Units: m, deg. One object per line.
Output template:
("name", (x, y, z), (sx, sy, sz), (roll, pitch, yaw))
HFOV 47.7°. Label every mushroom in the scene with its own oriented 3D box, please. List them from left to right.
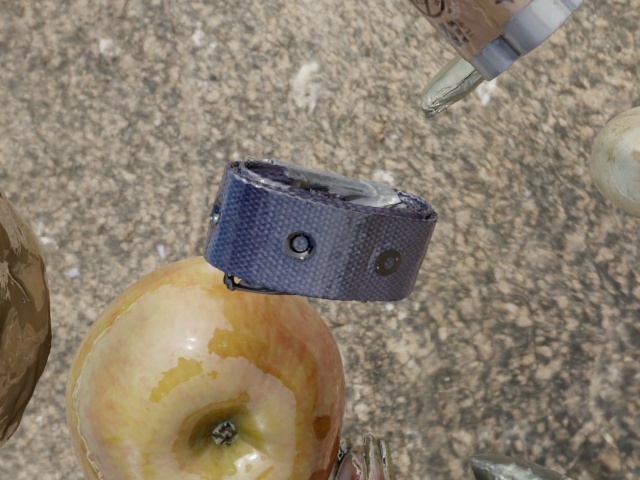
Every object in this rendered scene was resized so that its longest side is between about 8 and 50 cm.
("mushroom", (0.484, -0.098, 1.035), (0.189, 0.253, 0.195), (38, 127, 42))

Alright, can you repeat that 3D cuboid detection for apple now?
("apple", (-0.147, 0.217, 0.970), (0.391, 0.346, 0.392), (-2, 100, -10))

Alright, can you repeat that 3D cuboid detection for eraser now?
("eraser", (0.143, -0.328, 0.838), (0.290, 0.171, 0.087), (44, 69, -6))

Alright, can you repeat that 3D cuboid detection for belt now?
("belt", (0.000, 0.000, 0.726), (0.139, 0.230, 0.126), (46, 124, 60))

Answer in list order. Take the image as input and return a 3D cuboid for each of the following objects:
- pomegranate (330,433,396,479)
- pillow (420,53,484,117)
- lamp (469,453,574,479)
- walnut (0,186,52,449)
("pomegranate", (0.081, 0.457, 1.058), (0.284, 0.285, 0.341), (-9, 79, 27))
("pillow", (0.229, -0.263, 1.104), (0.208, 0.119, 0.053), (-39, 105, 21))
("lamp", (0.312, 0.366, 0.990), (0.250, 0.101, 0.101), (22, 94, 34))
("walnut", (-0.279, 0.061, 0.347), (0.285, 0.285, 0.296), (34, 73, 28))
